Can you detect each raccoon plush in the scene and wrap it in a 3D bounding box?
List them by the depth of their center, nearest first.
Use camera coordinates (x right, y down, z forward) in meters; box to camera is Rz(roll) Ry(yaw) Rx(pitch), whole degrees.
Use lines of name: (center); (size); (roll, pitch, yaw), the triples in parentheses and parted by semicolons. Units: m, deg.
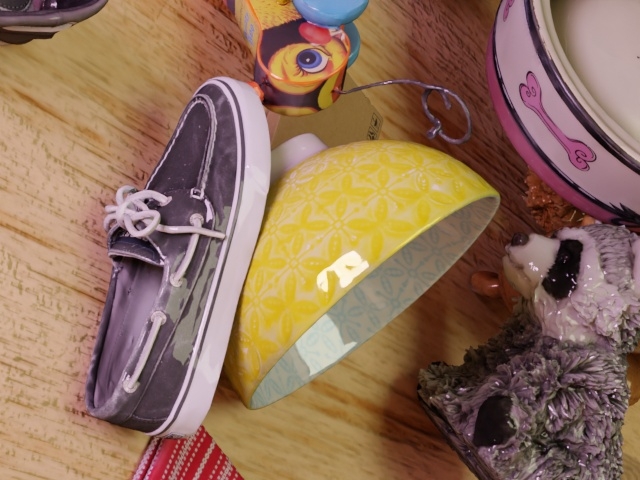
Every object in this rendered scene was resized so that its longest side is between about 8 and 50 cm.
raccoon plush: (0.306, 0.185, 1.621); (0.299, 0.216, 0.446); (-39, 120, -7)

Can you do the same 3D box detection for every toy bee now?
toy bee: (-0.024, -0.183, 1.313); (0.162, 0.298, 0.195); (-28, 135, -22)

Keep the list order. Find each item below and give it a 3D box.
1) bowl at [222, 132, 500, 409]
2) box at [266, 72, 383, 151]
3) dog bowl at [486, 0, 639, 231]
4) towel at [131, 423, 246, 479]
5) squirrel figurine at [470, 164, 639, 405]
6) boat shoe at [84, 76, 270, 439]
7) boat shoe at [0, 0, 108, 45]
bowl: (0.000, 0.000, 1.310); (0.156, 0.289, 0.289); (49, 32, 12)
box: (-0.002, -0.090, 1.490); (0.164, 0.021, 0.201); (47, 48, -42)
dog bowl: (0.368, -0.188, 1.687); (0.408, 0.150, 0.408); (14, 57, -23)
towel: (-0.089, 0.298, 1.284); (0.275, 0.031, 0.199); (57, 40, -34)
squirrel figurine: (0.341, 0.006, 1.843); (0.370, 0.281, 0.397); (3, 68, -46)
boat shoe: (-0.127, 0.003, 1.209); (0.105, 0.113, 0.306); (20, 80, -37)
boat shoe: (-0.272, -0.204, 1.006); (0.335, 0.095, 0.112); (7, 79, -61)
